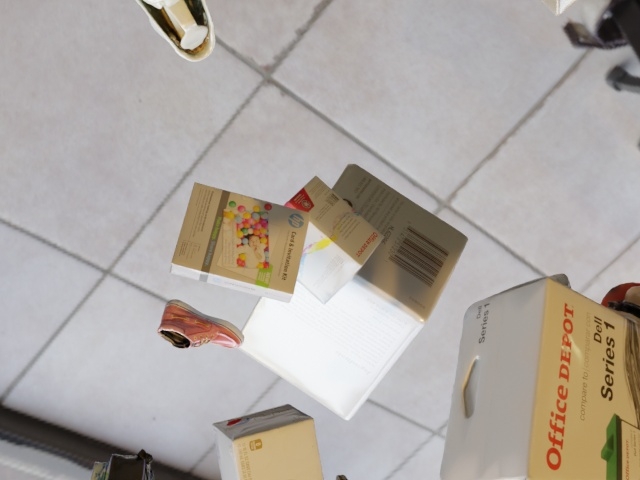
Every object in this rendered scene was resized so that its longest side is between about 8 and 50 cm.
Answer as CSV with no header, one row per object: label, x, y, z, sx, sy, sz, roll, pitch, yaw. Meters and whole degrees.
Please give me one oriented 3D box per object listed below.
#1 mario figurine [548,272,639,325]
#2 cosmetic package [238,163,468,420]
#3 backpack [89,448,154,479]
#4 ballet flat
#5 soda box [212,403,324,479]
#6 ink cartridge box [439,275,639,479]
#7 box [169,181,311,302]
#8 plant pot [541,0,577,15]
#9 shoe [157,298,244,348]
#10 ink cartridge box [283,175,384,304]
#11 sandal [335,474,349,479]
mario figurine,0.356,0.116,1.077,0.170,0.198,0.320,-36,170,34
cosmetic package,0.066,0.117,1.992,0.327,0.329,0.394,33,130,3
backpack,-0.254,0.332,1.131,0.084,0.105,0.114,2,150,0
ballet flat,-0.234,-0.391,1.352,0.139,0.139,0.400,-27,166,0
soda box,-0.032,0.254,0.745,0.073,0.069,0.216,-11,96,-21
ink cartridge box,0.212,0.146,0.673,0.219,0.160,0.092,26,149,-23
box,-0.119,0.003,1.334,0.186,0.145,0.038,16,151,-7
plant pot,0.468,-0.528,1.720,0.109,0.109,0.096,-37,156,-1
shoe,-0.241,0.191,1.773,0.178,0.081,0.063,28,133,-14
ink cartridge box,0.000,0.000,1.619,0.176,0.128,0.127,42,125,2
sandal,0.071,0.486,1.604,0.049,0.180,0.072,1,110,-18
